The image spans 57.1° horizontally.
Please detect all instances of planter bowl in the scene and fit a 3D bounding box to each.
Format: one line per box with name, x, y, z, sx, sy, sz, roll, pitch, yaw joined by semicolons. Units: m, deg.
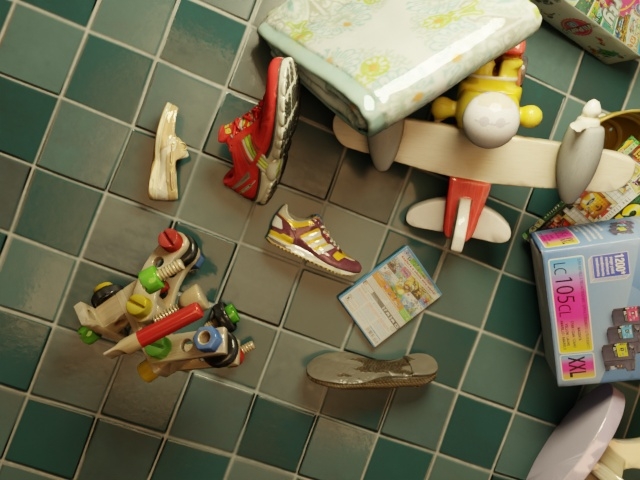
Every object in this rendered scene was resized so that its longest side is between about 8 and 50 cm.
planter bowl;0.535;-0.165;1.115;0.217;0.090;0.217;-5;127;-7

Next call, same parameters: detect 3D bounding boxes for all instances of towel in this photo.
towel;0.102;-0.347;0.950;0.320;0.374;0.090;-35;141;-6

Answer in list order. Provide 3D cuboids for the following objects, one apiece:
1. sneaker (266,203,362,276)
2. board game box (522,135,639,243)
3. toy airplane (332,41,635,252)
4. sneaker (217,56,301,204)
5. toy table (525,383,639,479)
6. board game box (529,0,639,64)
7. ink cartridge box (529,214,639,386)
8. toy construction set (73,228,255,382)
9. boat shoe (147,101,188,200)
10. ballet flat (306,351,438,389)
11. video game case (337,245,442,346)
sneaker;0.000;0.000;1.062;0.185;0.069;0.084;23;93;-10
board game box;0.523;-0.055;1.101;0.136;0.030;0.260;35;115;-16
toy airplane;0.265;-0.164;0.995;0.386;0.272;0.384;-34;87;9
sneaker;-0.108;-0.174;0.963;0.118;0.107;0.279;20;132;-1
toy table;0.520;0.425;1.087;0.161;0.252;0.274;38;98;7
board game box;0.501;-0.503;1.089;0.303;0.097;0.224;24;88;-21
ink cartridge box;0.596;0.092;1.037;0.395;0.151;0.270;-10;104;12
toy construction set;-0.273;0.136;0.920;0.237;0.309;0.258;-27;88;-2
boat shoe;-0.259;-0.151;1.023;0.059;0.063;0.170;9;100;-12
ballet flat;0.096;0.249;1.091;0.249;0.084;0.058;0;127;-12
video game case;0.132;0.105;1.115;0.166;0.015;0.119;-37;96;-6
